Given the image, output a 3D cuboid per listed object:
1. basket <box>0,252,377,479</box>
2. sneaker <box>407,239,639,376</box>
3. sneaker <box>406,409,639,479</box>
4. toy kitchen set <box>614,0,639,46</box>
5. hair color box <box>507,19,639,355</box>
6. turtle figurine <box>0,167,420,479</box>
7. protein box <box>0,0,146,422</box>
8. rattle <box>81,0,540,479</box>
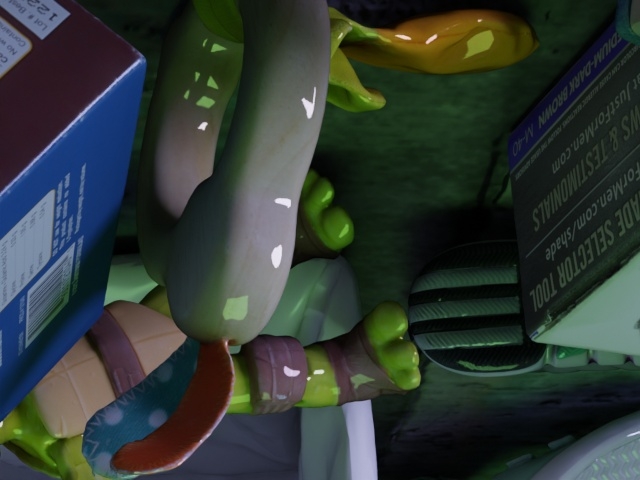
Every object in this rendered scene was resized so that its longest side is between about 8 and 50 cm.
[{"bbox_3d":[-0.130,0.201,0.791,0.328,0.331,0.266,-3,156,1],"label":"basket"},{"bbox_3d":[0.152,0.028,0.772,0.224,0.083,0.098,1,173,-2],"label":"sneaker"},{"bbox_3d":[0.126,0.154,0.977,0.256,0.151,0.094,-30,111,-4],"label":"sneaker"},{"bbox_3d":[0.030,-0.124,0.471,0.207,0.122,0.166,19,163,-26],"label":"toy kitchen set"},{"bbox_3d":[0.269,-0.019,0.643,0.339,0.110,0.185,7,150,-20],"label":"hair color box"},{"bbox_3d":[-0.073,0.064,0.655,0.217,0.269,0.087,-18,145,-20],"label":"turtle figurine"},{"bbox_3d":[-0.176,0.016,0.487,0.136,0.201,0.200,39,154,7],"label":"protein box"},{"bbox_3d":[0.000,0.000,0.558,0.143,0.199,0.130,23,142,-37],"label":"rattle"}]
